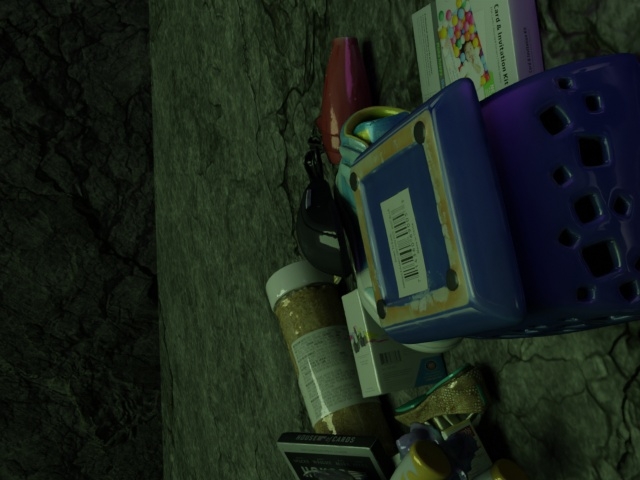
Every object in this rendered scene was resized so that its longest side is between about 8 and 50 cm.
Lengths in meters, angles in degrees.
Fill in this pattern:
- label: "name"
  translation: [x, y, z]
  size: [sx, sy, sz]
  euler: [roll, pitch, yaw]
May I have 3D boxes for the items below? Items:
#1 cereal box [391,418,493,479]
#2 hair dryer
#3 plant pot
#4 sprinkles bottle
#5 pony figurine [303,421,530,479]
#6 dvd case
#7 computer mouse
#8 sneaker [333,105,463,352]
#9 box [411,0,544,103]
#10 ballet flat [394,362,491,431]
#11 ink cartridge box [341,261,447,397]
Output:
- label: "cereal box"
  translation: [0.186, 0.355, 0.937]
  size: [0.240, 0.047, 0.173]
  euler: [63, 153, 17]
- label: "hair dryer"
  translation: [0.014, -0.180, 1.180]
  size: [0.293, 0.080, 0.223]
  euler: [106, 148, -43]
- label: "plant pot"
  translation: [0.164, -0.020, 0.707]
  size: [0.236, 0.212, 0.236]
  euler: [151, 110, -65]
- label: "sprinkles bottle"
  translation: [0.015, 0.206, 1.241]
  size: [0.121, 0.121, 0.355]
  euler: [115, 141, -52]
- label: "pony figurine"
  translation: [0.081, 0.369, 0.835]
  size: [0.351, 0.303, 0.363]
  euler: [46, 124, 23]
- label: "dvd case"
  translation: [0.056, 0.379, 1.105]
  size: [0.179, 0.029, 0.238]
  euler: [-10, 115, 40]
- label: "computer mouse"
  translation: [0.000, 0.000, 1.065]
  size: [0.262, 0.060, 0.184]
  euler: [-103, 1, -57]
- label: "sneaker"
  translation: [0.095, -0.032, 0.932]
  size: [0.208, 0.127, 0.319]
  euler: [90, 160, -54]
- label: "box"
  translation: [0.172, -0.211, 0.852]
  size: [0.186, 0.038, 0.145]
  euler: [176, 86, -66]
- label: "ballet flat"
  translation: [0.157, 0.222, 0.988]
  size: [0.067, 0.073, 0.206]
  euler: [59, 155, 14]
- label: "ink cartridge box"
  translation: [0.096, 0.115, 1.044]
  size: [0.061, 0.104, 0.181]
  euler: [144, 117, -64]
